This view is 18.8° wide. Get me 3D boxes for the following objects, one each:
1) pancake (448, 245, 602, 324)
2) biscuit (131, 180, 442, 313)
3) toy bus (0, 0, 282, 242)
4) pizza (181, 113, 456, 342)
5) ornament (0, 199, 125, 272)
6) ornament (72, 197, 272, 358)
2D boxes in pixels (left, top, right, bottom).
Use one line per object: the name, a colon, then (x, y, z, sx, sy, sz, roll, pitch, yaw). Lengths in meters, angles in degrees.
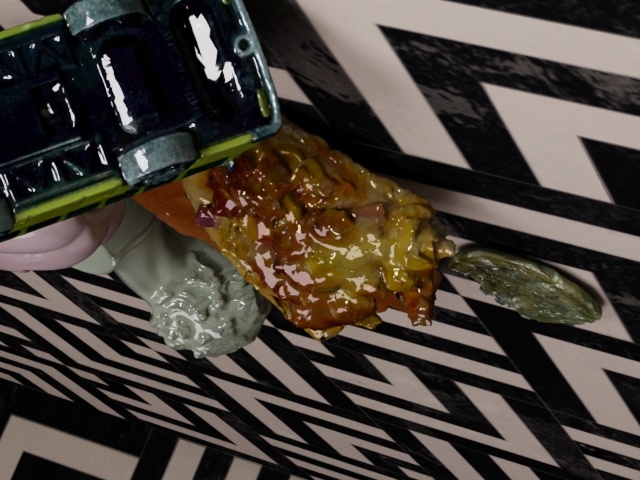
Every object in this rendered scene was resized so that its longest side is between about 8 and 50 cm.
pancake: (0.174, 0.040, 1.587, 0.129, 0.022, 0.116, 34, 159, -36)
biscuit: (-0.041, -0.018, 1.647, 0.306, 0.043, 0.284, 23, 163, 0)
toy bus: (-0.170, -0.075, 1.232, 0.262, 0.128, 0.150, -20, 178, -13)
pizza: (0.000, 0.000, 1.472, 0.228, 0.081, 0.289, 7, 143, 32)
ornament: (-0.221, -0.062, 1.513, 0.177, 0.177, 0.177, 21, 165, 6)
ornament: (-0.160, 0.011, 1.768, 0.285, 0.130, 0.120, 32, 149, -33)
